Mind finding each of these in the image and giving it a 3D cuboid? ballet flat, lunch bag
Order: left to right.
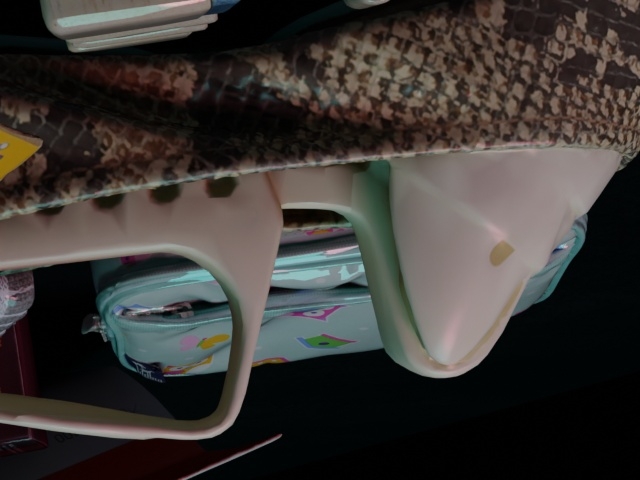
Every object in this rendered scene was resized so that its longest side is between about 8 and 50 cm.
[{"bbox_3d":[-0.036,-0.014,0.631,0.483,0.182,0.164,-9,169,-11],"label":"ballet flat"},{"bbox_3d":[0.000,0.000,0.881,0.279,0.107,0.224,-10,167,-5],"label":"lunch bag"}]

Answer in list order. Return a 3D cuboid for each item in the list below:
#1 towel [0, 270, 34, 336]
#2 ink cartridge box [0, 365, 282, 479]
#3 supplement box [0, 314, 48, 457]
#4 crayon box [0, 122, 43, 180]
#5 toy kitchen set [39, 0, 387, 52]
[{"bbox_3d":[-0.288,0.040,0.784,0.235,0.121,0.284,-5,165,-29],"label":"towel"},{"bbox_3d":[-0.255,0.174,1.191,0.308,0.091,0.385,-19,-179,-33],"label":"ink cartridge box"},{"bbox_3d":[-0.297,0.112,1.116,0.188,0.104,0.081,-10,167,-4],"label":"supplement box"},{"bbox_3d":[-0.250,-0.034,0.408,0.203,0.083,0.323,-37,156,13],"label":"crayon box"},{"bbox_3d":[0.001,-0.125,0.424,0.166,0.122,0.207,-10,-173,-6],"label":"toy kitchen set"}]
